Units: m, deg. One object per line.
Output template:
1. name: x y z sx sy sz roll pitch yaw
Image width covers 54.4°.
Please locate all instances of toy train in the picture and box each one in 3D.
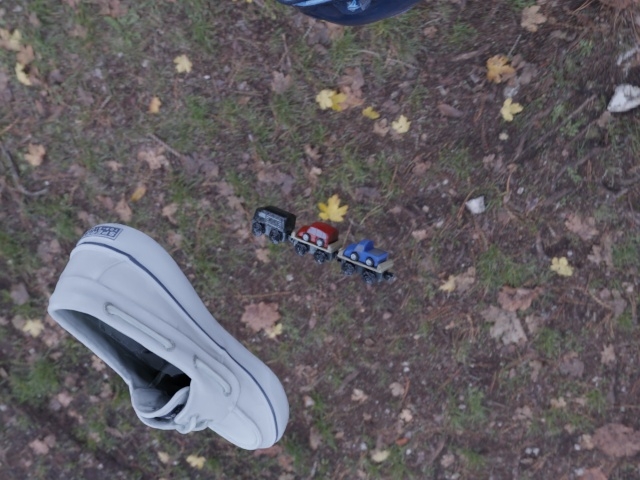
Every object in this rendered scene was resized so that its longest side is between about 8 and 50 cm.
1. toy train: 0.000 0.000 0.579 0.158 0.027 0.036 22 113 29

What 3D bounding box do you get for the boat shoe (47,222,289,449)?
1. boat shoe: -0.113 0.105 0.484 0.095 0.084 0.258 -13 129 31

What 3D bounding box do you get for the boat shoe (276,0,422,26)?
1. boat shoe: 0.063 -0.173 0.307 0.258 0.089 0.109 -30 80 54
